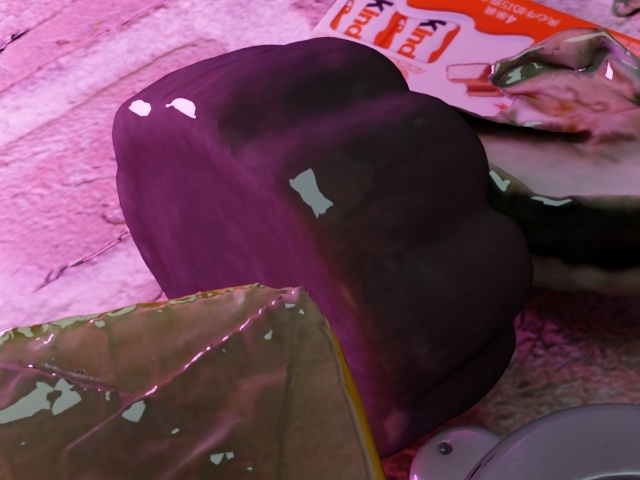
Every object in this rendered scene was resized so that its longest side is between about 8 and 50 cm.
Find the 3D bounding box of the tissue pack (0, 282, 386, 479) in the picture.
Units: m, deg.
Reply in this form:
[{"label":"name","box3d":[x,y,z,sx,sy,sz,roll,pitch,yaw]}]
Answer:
[{"label":"tissue pack","box3d":[-0.061,0.255,0.925,0.228,0.382,0.293,-10,51,-6]}]

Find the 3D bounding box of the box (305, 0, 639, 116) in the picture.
[{"label":"box","box3d":[0.100,-0.101,1.401,0.273,0.048,0.265,24,58,21]}]

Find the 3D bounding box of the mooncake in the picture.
[{"label":"mooncake","box3d":[0.000,0.000,1.189,0.154,0.306,0.306,-30,55,-25]}]

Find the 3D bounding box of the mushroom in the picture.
[{"label":"mushroom","box3d":[0.232,-0.065,1.276,0.344,0.130,0.247,-27,46,-28]}]

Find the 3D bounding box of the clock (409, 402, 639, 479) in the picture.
[{"label":"clock","box3d":[0.194,0.248,1.078,0.296,0.113,0.322,-9,50,-1]}]
